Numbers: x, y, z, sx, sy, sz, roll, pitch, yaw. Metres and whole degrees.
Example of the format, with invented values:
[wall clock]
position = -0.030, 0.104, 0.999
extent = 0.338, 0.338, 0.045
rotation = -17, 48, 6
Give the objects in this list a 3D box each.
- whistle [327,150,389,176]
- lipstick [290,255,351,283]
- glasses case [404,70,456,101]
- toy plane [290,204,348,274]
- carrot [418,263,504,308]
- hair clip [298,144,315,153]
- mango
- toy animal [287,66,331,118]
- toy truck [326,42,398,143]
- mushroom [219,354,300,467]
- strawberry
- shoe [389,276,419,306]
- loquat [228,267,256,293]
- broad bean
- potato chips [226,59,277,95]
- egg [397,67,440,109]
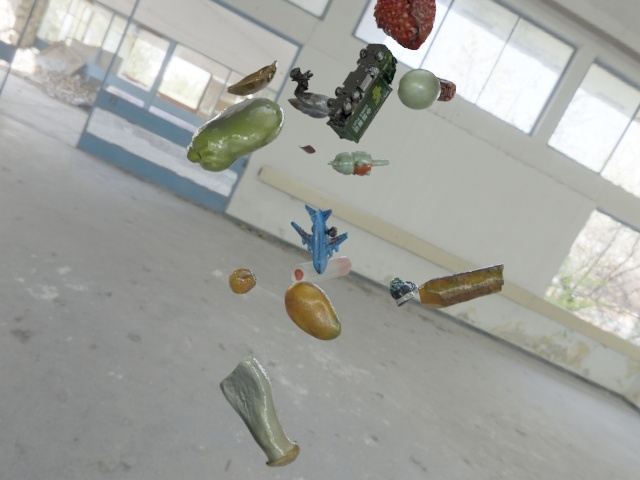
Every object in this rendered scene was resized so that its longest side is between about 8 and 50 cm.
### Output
[whistle]
position = 0.148, -0.303, 1.921
extent = 0.254, 0.105, 0.101
rotation = -6, 44, -16
[lipstick]
position = 0.008, 0.122, 2.021
extent = 0.087, 0.087, 0.327
rotation = 31, 21, 29
[glasses case]
position = 0.371, -0.522, 1.658
extent = 0.195, 0.073, 0.049
rotation = 29, 50, 31
[toy plane]
position = 0.000, 0.000, 1.849
extent = 0.254, 0.271, 0.105
rotation = 12, 33, 33
[carrot]
position = 0.495, 0.164, 1.709
extent = 0.302, 0.114, 0.114
rotation = -15, -1, 13
[hair clip]
position = -0.069, -0.448, 2.399
extent = 0.054, 0.022, 0.137
rotation = 36, -6, -28
[mango]
position = -0.021, 0.174, 1.200
extent = 0.165, 0.115, 0.089
rotation = 56, 39, -6
[toy animal]
position = 0.005, -0.501, 1.811
extent = 0.324, 0.090, 0.195
rotation = 30, -23, -21
[toy truck]
position = 0.117, -0.416, 1.370
extent = 0.088, 0.259, 0.121
rotation = 29, -5, 44
[mushroom]
position = -0.173, 0.509, 1.437
extent = 0.122, 0.159, 0.328
rotation = -25, 78, -36
[strawberry]
position = 0.282, -0.713, 1.566
extent = 0.205, 0.205, 0.244
rotation = 20, 51, -39
[shoe]
position = 0.331, 0.194, 1.972
extent = 0.106, 0.092, 0.207
rotation = 56, 20, 7
[loquat]
position = -0.378, 0.197, 2.371
extent = 0.137, 0.137, 0.113
rotation = 24, 16, -19
[broad bean]
position = -0.217, -0.281, 1.277
extent = 0.238, 0.291, 0.119
rotation = 3, -52, 42
[potato chips]
position = -0.222, -0.534, 1.653
extent = 0.208, 0.196, 0.061
rotation = -88, 152, -61
[egg]
position = 0.282, -0.431, 1.397
extent = 0.114, 0.114, 0.152
rotation = 31, 25, 29
